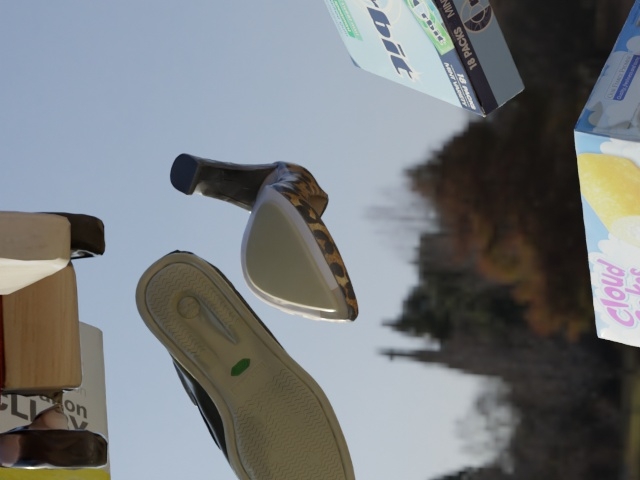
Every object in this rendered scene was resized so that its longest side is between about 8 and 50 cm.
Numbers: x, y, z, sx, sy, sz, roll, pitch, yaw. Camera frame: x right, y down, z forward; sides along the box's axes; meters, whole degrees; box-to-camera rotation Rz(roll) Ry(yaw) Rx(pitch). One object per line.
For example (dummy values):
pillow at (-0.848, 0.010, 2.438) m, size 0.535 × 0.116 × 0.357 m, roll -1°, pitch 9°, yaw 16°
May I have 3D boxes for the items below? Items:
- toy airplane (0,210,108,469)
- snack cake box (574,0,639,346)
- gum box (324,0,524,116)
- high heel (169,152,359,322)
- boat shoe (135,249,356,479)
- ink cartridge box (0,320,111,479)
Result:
toy airplane at (-0.236, 0.029, 0.696) m, size 0.386 × 0.272 × 0.384 m, roll -98°, pitch 9°, yaw -54°
snack cake box at (0.280, -0.046, 1.285) m, size 0.152 × 0.089 × 0.264 m, roll -61°, pitch -29°, yaw -32°
gum box at (0.052, -0.180, 1.126) m, size 0.184 × 0.041 × 0.157 m, roll 32°, pitch 153°, yaw 58°
high heel at (0.000, 0.000, 1.460) m, size 0.186 × 0.261 × 0.093 m, roll 9°, pitch -64°, yaw -46°
boat shoe at (-0.049, 0.109, 1.139) m, size 0.233 × 0.084 × 0.079 m, roll 57°, pitch 175°, yaw -2°
ink cartridge box at (-0.298, 0.205, 1.127) m, size 0.279 × 0.160 × 0.384 m, roll 26°, pitch -142°, yaw -35°
